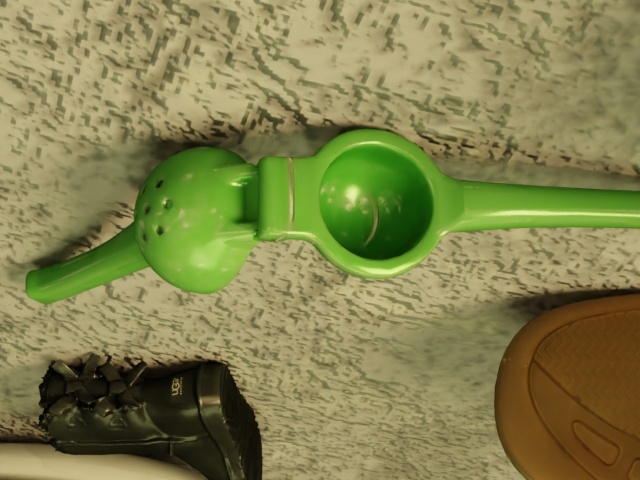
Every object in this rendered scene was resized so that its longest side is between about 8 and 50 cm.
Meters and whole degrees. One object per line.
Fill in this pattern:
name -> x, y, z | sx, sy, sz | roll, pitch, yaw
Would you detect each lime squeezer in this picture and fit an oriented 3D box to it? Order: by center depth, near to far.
lime squeezer -> 0.000, 0.000, 0.605 | 0.310, 0.059, 0.110 | -7, 149, 19

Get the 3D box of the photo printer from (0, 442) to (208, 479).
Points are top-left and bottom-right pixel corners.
photo printer -> -0.153, 0.246, 0.941 | 0.256, 0.107, 0.307 | 0, 129, 13

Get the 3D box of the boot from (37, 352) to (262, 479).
boot -> -0.088, 0.102, 0.812 | 0.099, 0.045, 0.121 | -4, 143, 11

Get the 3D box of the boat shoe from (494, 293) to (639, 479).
boat shoe -> 0.241, 0.110, 0.705 | 0.342, 0.123, 0.123 | 8, 160, -1
